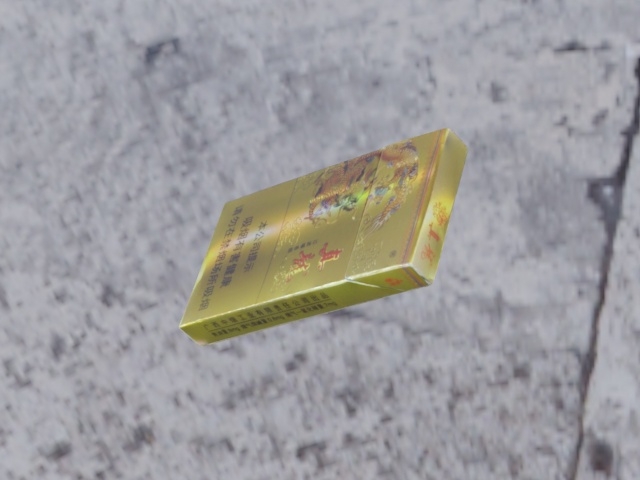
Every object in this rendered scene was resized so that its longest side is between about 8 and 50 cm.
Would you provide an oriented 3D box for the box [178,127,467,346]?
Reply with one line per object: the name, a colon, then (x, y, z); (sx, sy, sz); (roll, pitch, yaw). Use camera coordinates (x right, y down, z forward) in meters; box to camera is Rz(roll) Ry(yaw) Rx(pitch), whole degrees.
box: (0.000, 0.000, 0.915); (0.156, 0.022, 0.089); (-16, 45, 41)
